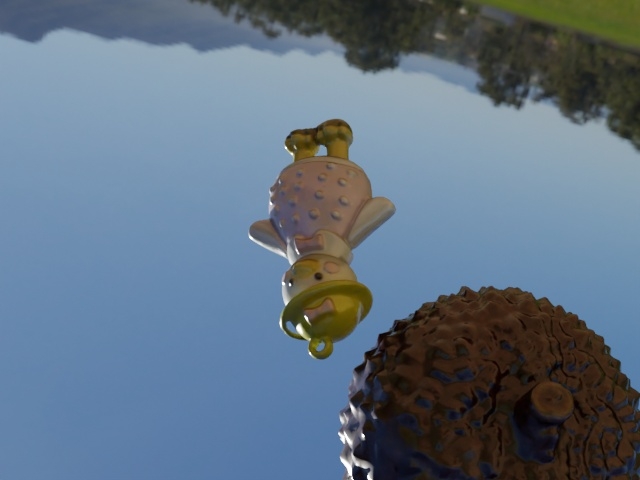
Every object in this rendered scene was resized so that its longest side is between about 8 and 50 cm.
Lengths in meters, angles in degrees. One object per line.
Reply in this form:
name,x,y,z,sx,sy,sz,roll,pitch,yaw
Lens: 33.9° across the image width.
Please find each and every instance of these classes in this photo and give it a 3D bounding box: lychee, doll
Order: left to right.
doll,0.000,0.000,0.851,0.129,0.207,0.081,-12,149,20
lychee,0.125,0.158,0.797,0.236,0.235,0.271,17,156,4
